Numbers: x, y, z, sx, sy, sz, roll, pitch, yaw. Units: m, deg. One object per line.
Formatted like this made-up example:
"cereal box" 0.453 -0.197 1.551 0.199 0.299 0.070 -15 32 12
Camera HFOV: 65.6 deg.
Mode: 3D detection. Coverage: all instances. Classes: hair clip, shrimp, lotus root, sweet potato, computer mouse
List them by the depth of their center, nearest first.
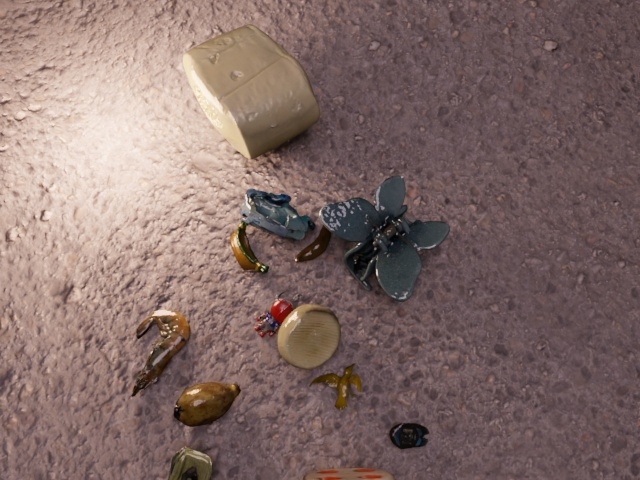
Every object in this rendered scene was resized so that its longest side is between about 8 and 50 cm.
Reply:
"hair clip" -0.416 0.779 1.485 0.138 0.091 0.322 20 84 -3
"lotus root" -0.351 0.504 1.550 0.213 0.138 0.139 -18 73 -16
"computer mouse" 0.279 0.616 1.574 0.134 0.047 0.079 7 84 -11
"shrimp" -0.560 0.359 1.635 0.169 0.058 0.296 30 70 15
"hair clip" 0.219 -0.006 1.671 0.318 0.238 0.392 -41 78 -14
"sweet potato" 0.003 -0.001 1.761 0.069 0.059 0.250 30 69 21

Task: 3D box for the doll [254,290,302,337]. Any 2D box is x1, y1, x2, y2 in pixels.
"doll" -0.137 0.248 1.676 0.194 0.062 0.104 -42 66 -6

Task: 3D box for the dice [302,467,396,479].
"dice" 0.090 0.810 1.372 0.276 0.304 0.305 -1 72 -1

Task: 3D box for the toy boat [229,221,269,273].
"toy boat" -0.249 0.032 1.718 0.088 0.089 0.230 -33 62 12

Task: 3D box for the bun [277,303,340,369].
"bun" -0.044 0.310 1.630 0.222 0.127 0.223 0 89 -26

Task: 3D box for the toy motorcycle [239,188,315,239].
"toy motorcycle" -0.152 -0.082 1.720 0.260 0.206 0.154 26 110 6

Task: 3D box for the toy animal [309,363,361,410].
"toy animal" 0.079 0.467 1.604 0.219 0.155 0.095 -11 99 37

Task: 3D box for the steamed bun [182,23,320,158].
"steamed bun" -0.246 -0.531 1.806 0.371 0.290 0.456 -32 78 -16
